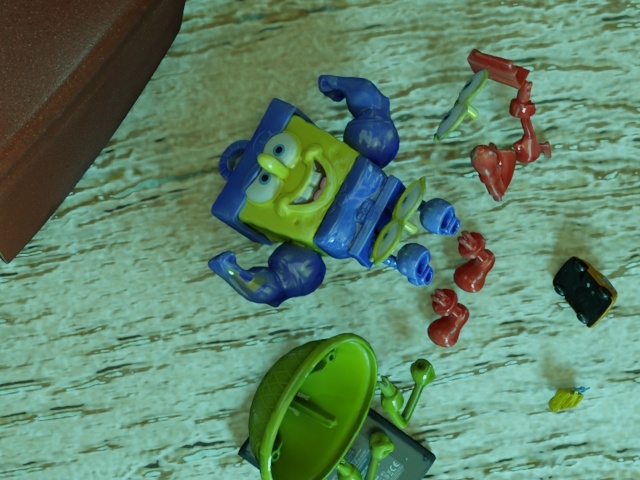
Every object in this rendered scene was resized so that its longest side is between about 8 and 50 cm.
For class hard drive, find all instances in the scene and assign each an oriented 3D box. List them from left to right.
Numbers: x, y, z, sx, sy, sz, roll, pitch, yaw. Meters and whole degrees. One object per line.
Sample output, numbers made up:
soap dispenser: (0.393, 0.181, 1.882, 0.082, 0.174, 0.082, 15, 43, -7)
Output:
hard drive: (0.013, 0.176, 1.017, 0.135, 0.022, 0.094, 36, 90, -1)

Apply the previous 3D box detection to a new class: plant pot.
plant pot: (-0.241, -0.172, 0.909, 0.236, 0.267, 0.267, -43, 90, -13)

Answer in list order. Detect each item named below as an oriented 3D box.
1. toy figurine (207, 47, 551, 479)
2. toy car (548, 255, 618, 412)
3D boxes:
toy figurine: (0.000, 0.000, 0.982, 0.217, 0.191, 0.362, 26, 85, 29)
toy car: (0.209, 0.076, 1.021, 0.040, 0.060, 0.122, 4, 112, -43)
